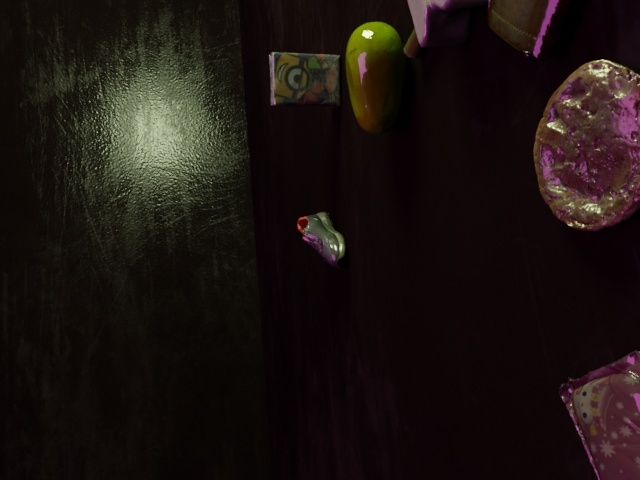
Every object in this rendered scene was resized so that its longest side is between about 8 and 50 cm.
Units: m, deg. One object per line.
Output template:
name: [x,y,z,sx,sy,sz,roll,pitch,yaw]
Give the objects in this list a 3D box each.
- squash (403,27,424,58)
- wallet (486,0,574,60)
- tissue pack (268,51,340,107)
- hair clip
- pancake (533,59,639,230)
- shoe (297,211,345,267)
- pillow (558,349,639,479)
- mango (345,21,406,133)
squash: [0.140,-0.286,0.695,0.083,0.027,0.027,118,146,-60]
wallet: [0.209,-0.302,0.439,0.137,0.031,0.255,-106,22,-49]
tissue pack: [-0.033,-0.337,1.082,0.060,0.148,0.109,-153,61,-71]
hair clip: [0.123,-0.398,0.628,0.101,0.085,0.331,125,138,-69]
pancake: [0.227,-0.078,0.430,0.139,0.022,0.140,176,90,-75]
shoe: [0.000,0.001,1.157,0.194,0.077,0.074,-115,27,-54]
pillow: [0.246,0.182,0.380,0.118,0.043,0.185,102,163,-60]
mango: [0.081,-0.251,0.796,0.117,0.089,0.163,-127,36,-64]
